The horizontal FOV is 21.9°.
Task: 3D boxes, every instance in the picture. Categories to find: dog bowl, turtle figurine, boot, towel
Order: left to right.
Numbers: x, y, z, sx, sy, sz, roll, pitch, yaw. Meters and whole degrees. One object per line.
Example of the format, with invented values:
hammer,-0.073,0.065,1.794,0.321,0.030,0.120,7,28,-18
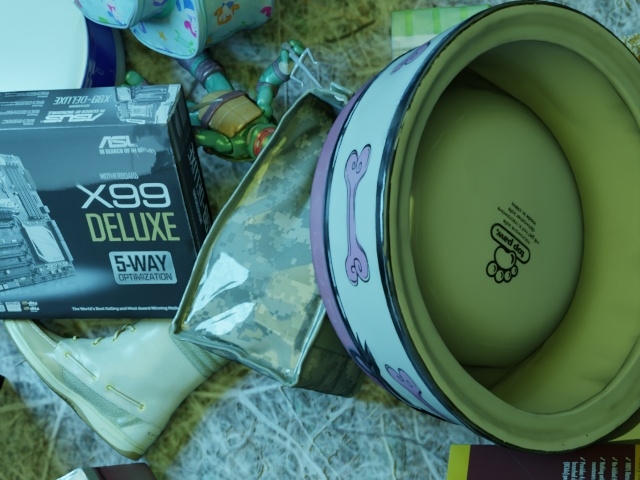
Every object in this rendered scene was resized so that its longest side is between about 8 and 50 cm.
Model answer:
dog bowl,-0.352,-0.186,1.789,0.265,0.104,0.265,-2,81,15
boot,-0.218,0.106,1.761,0.213,0.077,0.165,44,91,7
turtle figurine,-0.101,-0.139,1.715,0.175,0.118,0.234,-31,40,-27
towel,0.132,-0.175,1.769,0.113,0.023,0.152,-2,81,7
dog bowl,0.163,-0.010,1.532,0.150,0.408,0.408,-3,80,50

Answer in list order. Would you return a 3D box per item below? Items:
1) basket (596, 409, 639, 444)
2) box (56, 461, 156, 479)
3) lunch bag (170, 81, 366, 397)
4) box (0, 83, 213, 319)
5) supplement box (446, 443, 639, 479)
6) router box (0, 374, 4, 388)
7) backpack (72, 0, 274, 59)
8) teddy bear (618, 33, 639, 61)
basket,0.296,0.202,1.634,0.227,0.154,0.204,-11,91,12
box,-0.223,0.316,1.656,0.127,0.232,0.148,-31,80,5
lunch bag,0.000,0.000,1.657,0.169,0.235,0.287,21,87,16
box,-0.268,-0.034,1.678,0.307,0.076,0.242,-1,127,12
supplement box,0.213,0.296,1.504,0.194,0.129,0.191,-2,41,13
router box,-0.450,0.265,1.694,0.081,0.243,0.309,19,86,10
backpack,-0.162,-0.307,1.669,0.191,0.225,0.253,-34,120,-23
teddy bear,0.420,-0.151,1.673,0.338,0.113,0.245,-38,77,3
